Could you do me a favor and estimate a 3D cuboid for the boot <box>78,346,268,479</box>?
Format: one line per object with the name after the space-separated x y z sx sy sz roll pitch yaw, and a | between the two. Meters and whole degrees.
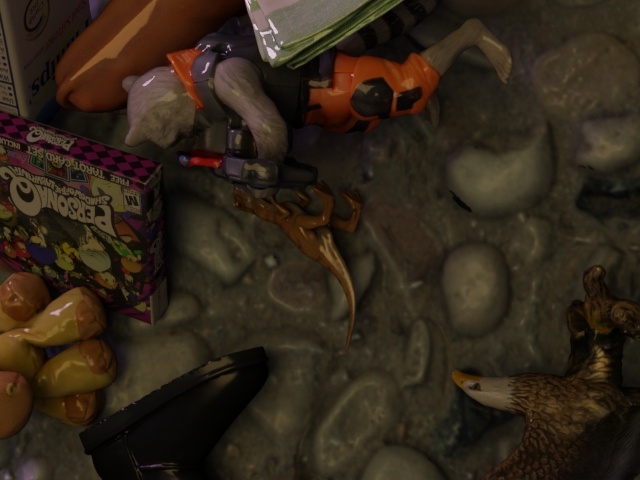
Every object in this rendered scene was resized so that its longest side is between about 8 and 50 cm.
-0.119 0.247 1.345 0.246 0.094 0.207 -30 80 20 | boot

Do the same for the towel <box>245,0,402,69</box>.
0.002 -0.332 1.132 0.248 0.038 0.324 -32 62 15 | towel

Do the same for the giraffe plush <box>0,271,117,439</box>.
-0.338 0.141 1.344 0.210 0.170 0.181 -3 106 17 | giraffe plush

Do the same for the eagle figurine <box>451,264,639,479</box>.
0.214 0.189 1.204 0.225 0.226 0.298 8 74 50 | eagle figurine

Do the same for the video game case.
-0.271 -0.027 1.349 0.232 0.042 0.210 19 137 13 | video game case

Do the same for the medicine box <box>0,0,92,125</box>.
-0.389 -0.279 1.308 0.264 0.149 0.289 17 139 14 | medicine box

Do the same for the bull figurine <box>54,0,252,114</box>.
-0.134 -0.234 1.296 0.310 0.188 0.101 -35 83 13 | bull figurine

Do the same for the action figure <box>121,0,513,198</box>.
-0.030 -0.143 1.229 0.330 0.341 0.178 -9 99 -17 | action figure

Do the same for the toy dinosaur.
0.000 0.000 1.340 0.211 0.064 0.112 45 119 19 | toy dinosaur
